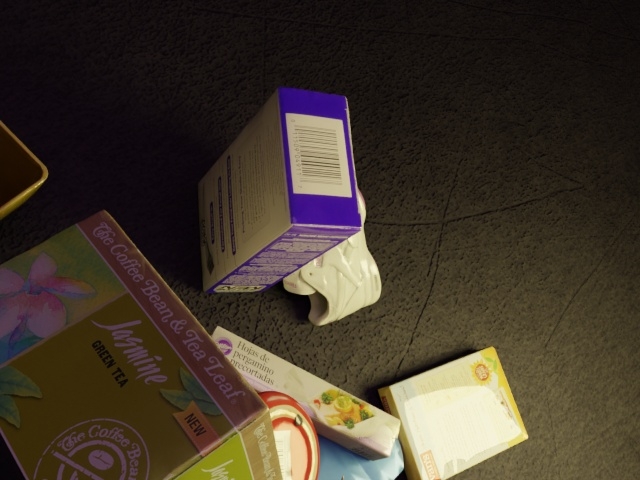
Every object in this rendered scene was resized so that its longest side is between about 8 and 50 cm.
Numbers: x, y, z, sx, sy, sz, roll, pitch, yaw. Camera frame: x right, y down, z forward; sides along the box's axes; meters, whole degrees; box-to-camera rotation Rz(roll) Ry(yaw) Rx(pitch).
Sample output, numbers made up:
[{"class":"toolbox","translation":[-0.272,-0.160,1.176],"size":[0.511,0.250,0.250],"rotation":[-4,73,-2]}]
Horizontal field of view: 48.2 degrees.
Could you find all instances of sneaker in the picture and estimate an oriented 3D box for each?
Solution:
[{"class":"sneaker","translation":[0.000,0.000,1.118],"size":[0.152,0.114,0.305],"rotation":[-30,116,-23]}]

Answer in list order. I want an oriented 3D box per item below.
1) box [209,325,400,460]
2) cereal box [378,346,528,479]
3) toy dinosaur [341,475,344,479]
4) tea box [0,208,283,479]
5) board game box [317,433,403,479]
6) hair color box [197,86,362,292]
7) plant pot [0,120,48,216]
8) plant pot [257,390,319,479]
[{"class":"box","translation":[-0.034,0.234,1.079],"size":[0.324,0.067,0.063],"rotation":[29,59,-9]},{"class":"cereal box","translation":[0.228,0.297,1.221],"size":[0.240,0.047,0.173],"rotation":[-13,80,-29]},{"class":"toy dinosaur","translation":[-0.039,0.433,1.002],"size":[0.064,0.112,0.211],"rotation":[50,52,1]},{"class":"tea box","translation":[-0.263,0.201,0.752],"size":[0.323,0.220,0.329],"rotation":[-33,57,-23]},{"class":"board game box","translation":[0.047,0.345,1.123],"size":[0.168,0.033,0.133],"rotation":[-37,85,-33]},{"class":"hair color box","translation":[-0.073,-0.052,1.012],"size":[0.110,0.339,0.185],"rotation":[3,72,-28]},{"class":"plant pot","translation":[-0.502,-0.067,0.888],"size":[0.212,0.187,0.212],"rotation":[48,59,-7]},{"class":"plant pot","translation":[-0.106,0.290,0.951],"size":[0.191,0.174,0.191],"rotation":[19,66,-48]}]
